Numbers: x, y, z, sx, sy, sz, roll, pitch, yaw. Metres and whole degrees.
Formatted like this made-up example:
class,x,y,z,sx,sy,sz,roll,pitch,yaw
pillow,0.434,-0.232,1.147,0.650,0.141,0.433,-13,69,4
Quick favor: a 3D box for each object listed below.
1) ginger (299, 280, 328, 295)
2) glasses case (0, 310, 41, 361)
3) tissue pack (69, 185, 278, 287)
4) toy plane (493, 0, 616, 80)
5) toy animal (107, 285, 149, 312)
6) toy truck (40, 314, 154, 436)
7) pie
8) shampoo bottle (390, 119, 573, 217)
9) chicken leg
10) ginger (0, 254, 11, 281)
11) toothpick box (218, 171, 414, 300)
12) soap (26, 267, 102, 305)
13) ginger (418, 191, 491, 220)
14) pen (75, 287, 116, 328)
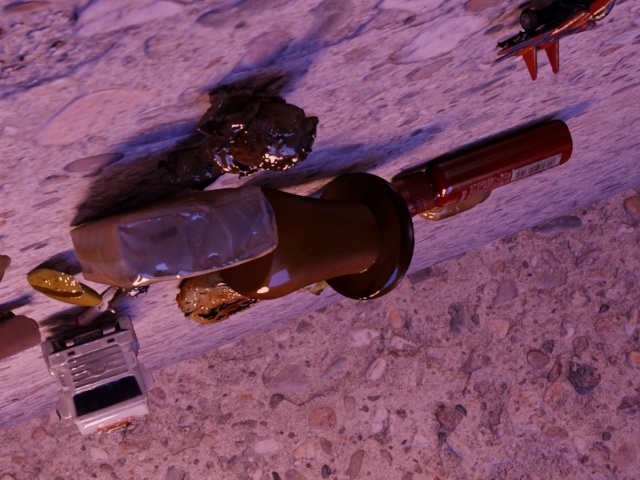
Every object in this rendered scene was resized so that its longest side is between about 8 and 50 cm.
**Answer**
class,x,y,z,sx,sy,sz,roll,pitch,yaw
ginger,-0.036,0.022,1.560,0.102,0.157,0.216,-54,162,22
glasses case,-0.520,0.146,1.435,0.193,0.070,0.102,-22,-161,-11
tissue pack,-0.172,-0.003,1.096,0.186,0.090,0.222,-16,-176,-25
toy plane,0.254,-0.230,0.982,0.130,0.061,0.189,-17,166,-21
toy animal,-0.294,0.054,1.387,0.086,0.069,0.220,-40,177,-7
toy truck,-0.410,0.265,1.816,0.173,0.207,0.387,-18,177,-12
pie,-0.153,0.090,1.862,0.308,0.085,0.308,-21,172,-3
shampoo bottle,0.274,-0.120,1.640,0.314,0.076,0.118,-20,172,-8
chicken leg,-0.081,-0.098,0.959,0.125,0.080,0.196,-6,173,-26
ginger,-0.414,0.035,0.980,0.089,0.075,0.288,-19,176,15
toothpick box,0.000,0.000,1.374,0.294,0.192,0.192,-6,163,-45
soap,-0.358,0.067,1.331,0.089,0.033,0.168,8,168,6
ginger,0.261,-0.087,1.843,0.190,0.069,0.095,-19,-167,-20
pen,-0.378,0.112,1.651,0.026,0.026,0.218,-15,169,-36
